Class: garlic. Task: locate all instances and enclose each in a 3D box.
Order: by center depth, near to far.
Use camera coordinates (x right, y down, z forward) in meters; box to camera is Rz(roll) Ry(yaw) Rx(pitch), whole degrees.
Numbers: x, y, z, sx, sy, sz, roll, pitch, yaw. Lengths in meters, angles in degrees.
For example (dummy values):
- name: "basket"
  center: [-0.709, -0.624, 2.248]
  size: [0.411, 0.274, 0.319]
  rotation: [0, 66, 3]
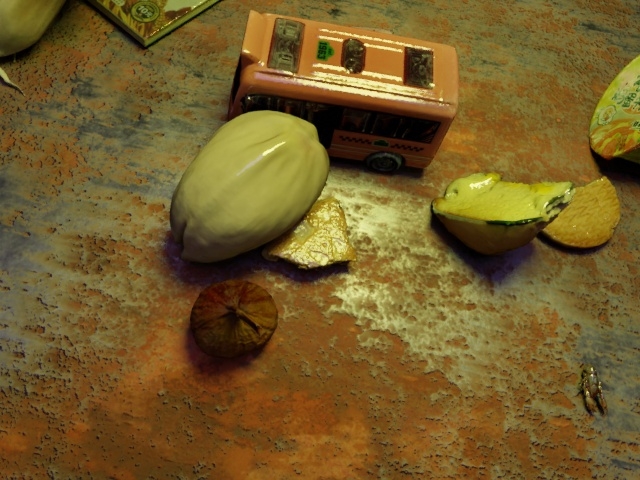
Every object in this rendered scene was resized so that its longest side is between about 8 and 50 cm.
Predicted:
- name: "garlic"
  center: [-0.603, -0.518, 0.952]
  size: [0.246, 0.231, 0.340]
  rotation: [34, 108, -12]

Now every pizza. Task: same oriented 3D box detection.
- name: "pizza"
  center: [0.000, 0.000, 0.876]
  size: [0.161, 0.062, 0.182]
  rotation: [30, 62, 13]

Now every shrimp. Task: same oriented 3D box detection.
- name: "shrimp"
  center: [0.494, 0.274, 0.839]
  size: [0.038, 0.029, 0.092]
  rotation: [-9, 73, -12]

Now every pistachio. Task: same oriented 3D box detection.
- name: "pistachio"
  center: [-0.132, -0.089, 0.807]
  size: [0.332, 0.226, 0.208]
  rotation: [-44, 96, -2]

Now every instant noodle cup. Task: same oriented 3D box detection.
- name: "instant noodle cup"
  center: [0.759, -0.266, 0.987]
  size: [0.200, 0.264, 0.264]
  rotation: [20, 66, -7]

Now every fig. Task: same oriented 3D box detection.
- name: "fig"
  center: [-0.141, 0.121, 0.731]
  size: [0.146, 0.201, 0.133]
  rotation: [-30, 85, -11]

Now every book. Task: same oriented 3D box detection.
- name: "book"
  center: [-0.354, -0.662, 1.109]
  size: [0.300, 0.039, 0.428]
  rotation: [40, 68, 11]

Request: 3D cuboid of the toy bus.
- name: "toy bus"
  center: [0.039, -0.287, 0.902]
  size: [0.427, 0.233, 0.203]
  rotation: [8, 67, -5]

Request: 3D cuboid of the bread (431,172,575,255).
- name: "bread"
  center: [0.351, -0.042, 0.900]
  size: [0.174, 0.252, 0.133]
  rotation: [-39, 121, -21]

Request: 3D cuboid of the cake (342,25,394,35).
- name: "cake"
  center: [0.022, -0.419, 1.046]
  size: [0.295, 0.113, 0.116]
  rotation: [12, 64, 12]

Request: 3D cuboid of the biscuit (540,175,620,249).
- name: "biscuit"
  center: [0.550, -0.051, 0.978]
  size: [0.224, 0.033, 0.144]
  rotation: [-23, 74, -15]
